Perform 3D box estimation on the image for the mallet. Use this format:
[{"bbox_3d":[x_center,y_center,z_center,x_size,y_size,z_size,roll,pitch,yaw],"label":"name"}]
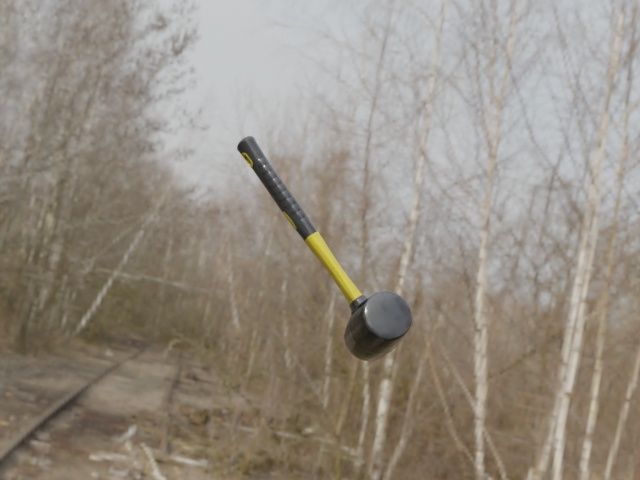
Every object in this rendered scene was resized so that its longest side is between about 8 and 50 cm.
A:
[{"bbox_3d":[0.000,0.000,0.696,0.039,0.189,0.062,-31,-4,-23],"label":"mallet"}]
